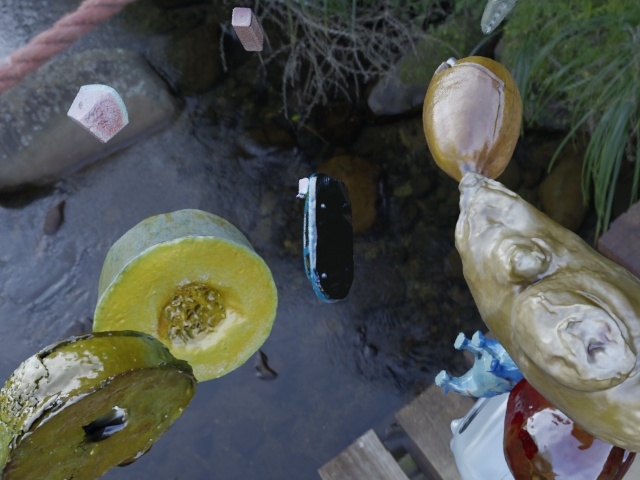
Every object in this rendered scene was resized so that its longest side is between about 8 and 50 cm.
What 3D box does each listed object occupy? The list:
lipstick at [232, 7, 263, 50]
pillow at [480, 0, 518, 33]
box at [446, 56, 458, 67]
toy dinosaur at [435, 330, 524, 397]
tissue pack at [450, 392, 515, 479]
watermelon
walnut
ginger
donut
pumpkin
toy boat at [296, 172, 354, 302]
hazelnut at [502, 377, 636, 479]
[{"bbox_3d":[-0.164,-0.480,1.611,0.045,0.145,0.045,2,84,6],"label":"lipstick"},{"bbox_3d":[0.382,-0.510,1.364,0.051,0.241,0.093,25,44,-9],"label":"pillow"},{"bbox_3d":[0.452,-0.445,2.082,0.055,0.103,0.243,-47,47,22],"label":"box"},{"bbox_3d":[0.243,0.178,0.994,0.329,0.144,0.076,-26,45,49],"label":"toy dinosaur"},{"bbox_3d":[0.425,0.390,1.446,0.236,0.229,0.333,39,99,8],"label":"tissue pack"},{"bbox_3d":[-0.345,-0.198,1.105,0.092,0.084,0.072,-43,31,30],"label":"watermelon"},{"bbox_3d":[0.307,-0.234,1.435,0.209,0.209,0.336,-1,56,13],"label":"walnut"},{"bbox_3d":[0.198,0.060,0.585,0.270,0.219,0.123,41,100,11],"label":"ginger"},{"bbox_3d":[-0.298,0.217,0.918,0.272,0.272,0.107,-36,62,-11],"label":"donut"},{"bbox_3d":[-0.267,0.095,1.327,0.332,0.332,0.199,-31,38,-8],"label":"pumpkin"},{"bbox_3d":[0.000,0.000,1.621,0.092,0.134,0.298,-14,66,36],"label":"toy boat"},{"bbox_3d":[0.298,0.238,0.841,0.161,0.170,0.201,3,18,10],"label":"hazelnut"}]
